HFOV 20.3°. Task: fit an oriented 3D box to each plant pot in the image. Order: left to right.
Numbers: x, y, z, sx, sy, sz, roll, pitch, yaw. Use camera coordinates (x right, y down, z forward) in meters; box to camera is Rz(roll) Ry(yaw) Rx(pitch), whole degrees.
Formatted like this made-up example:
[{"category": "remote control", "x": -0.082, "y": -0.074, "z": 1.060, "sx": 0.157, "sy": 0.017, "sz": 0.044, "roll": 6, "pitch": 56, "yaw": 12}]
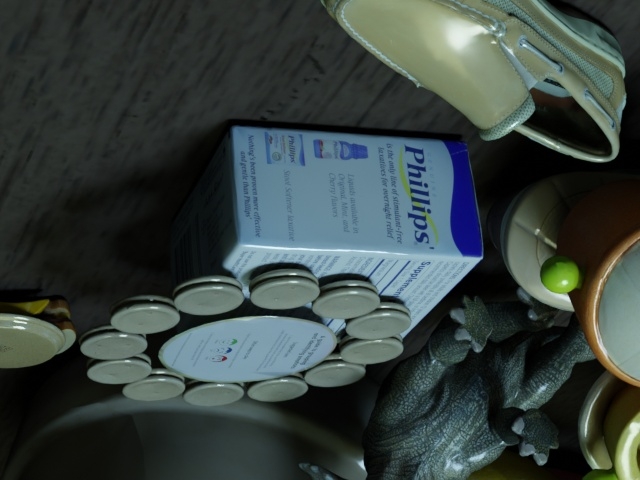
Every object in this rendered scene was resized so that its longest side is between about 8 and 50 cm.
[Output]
[{"category": "plant pot", "x": -0.082, "y": 0.266, "z": 1.134, "sx": 0.323, "sy": 0.280, "sz": 0.323, "roll": 7, "pitch": 130, "yaw": 8}]

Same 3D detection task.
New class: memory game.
[{"category": "memory game", "x": -0.041, "y": 0.055, "z": 0.984, "sx": 0.186, "sy": 0.012, "sz": 0.186, "roll": -5, "pitch": 155, "yaw": -2}]

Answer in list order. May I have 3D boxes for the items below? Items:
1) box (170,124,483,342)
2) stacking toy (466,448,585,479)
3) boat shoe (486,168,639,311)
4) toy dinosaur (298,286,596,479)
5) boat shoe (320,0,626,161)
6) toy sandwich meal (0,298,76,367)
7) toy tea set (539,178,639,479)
[{"category": "box", "x": 0.000, "y": 0.000, "z": 0.975, "sx": 0.137, "sy": 0.072, "sz": 0.126, "roll": 4, "pitch": 155, "yaw": -19}, {"category": "stacking toy", "x": 0.128, "y": 0.268, "z": 1.415, "sx": 0.350, "sy": 0.351, "sz": 0.480, "roll": -21, "pitch": 132, "yaw": 28}, {"category": "boat shoe", "x": 0.231, "y": 0.006, "z": 1.020, "sx": 0.285, "sy": 0.103, "sz": 0.092, "roll": 6, "pitch": -167, "yaw": -13}, {"category": "toy dinosaur", "x": 0.088, "y": 0.088, "z": 1.075, "sx": 0.121, "sy": 0.313, "sz": 0.160, "roll": 50, "pitch": 135, "yaw": -7}, {"category": "boat shoe", "x": 0.079, "y": -0.082, "z": 0.822, "sx": 0.190, "sy": 0.072, "sz": 0.068, "roll": 15, "pitch": 148, "yaw": -37}, {"category": "toy sandwich meal", "x": -0.191, "y": 0.053, "z": 1.094, "sx": 0.085, "sy": 0.029, "sz": 0.085, "roll": -1, "pitch": 155, "yaw": -1}, {"category": "toy tea set", "x": 0.274, "y": 0.026, "z": 0.914, "sx": 0.336, "sy": 0.124, "sz": 0.200, "roll": -26, "pitch": 114, "yaw": -1}]
